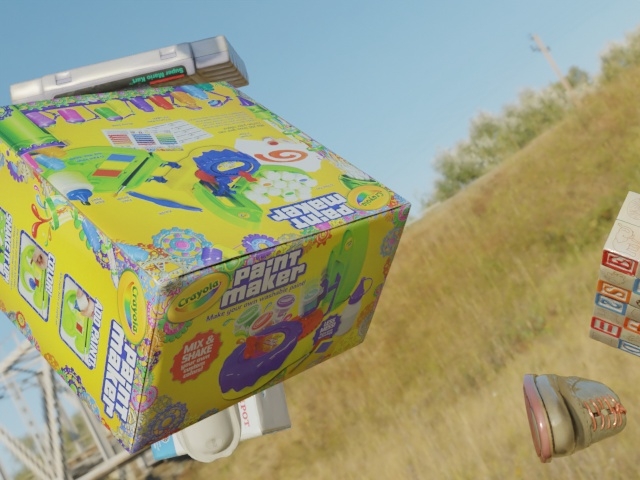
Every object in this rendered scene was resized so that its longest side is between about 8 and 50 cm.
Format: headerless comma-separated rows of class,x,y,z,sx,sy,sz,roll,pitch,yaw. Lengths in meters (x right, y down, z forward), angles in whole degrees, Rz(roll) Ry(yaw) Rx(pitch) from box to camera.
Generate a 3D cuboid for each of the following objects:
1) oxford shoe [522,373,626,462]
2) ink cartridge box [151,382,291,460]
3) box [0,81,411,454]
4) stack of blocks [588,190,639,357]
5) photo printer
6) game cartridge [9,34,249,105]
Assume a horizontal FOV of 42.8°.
oxford shoe,0.377,0.245,1.196,0.130,0.123,0.348,-12,-7,20
ink cartridge box,-0.239,0.347,1.825,0.307,0.223,0.129,-19,-14,27
box,-0.126,-0.003,0.765,0.290,0.279,0.177,-18,-46,-44
stack of blocks,0.451,0.070,1.048,0.087,0.171,0.297,-60,-25,-18
photo printer,-0.210,0.171,1.265,0.107,0.307,0.256,-18,30,-12
game cartridge,-0.309,-0.258,1.375,0.355,0.068,0.230,-12,4,4
